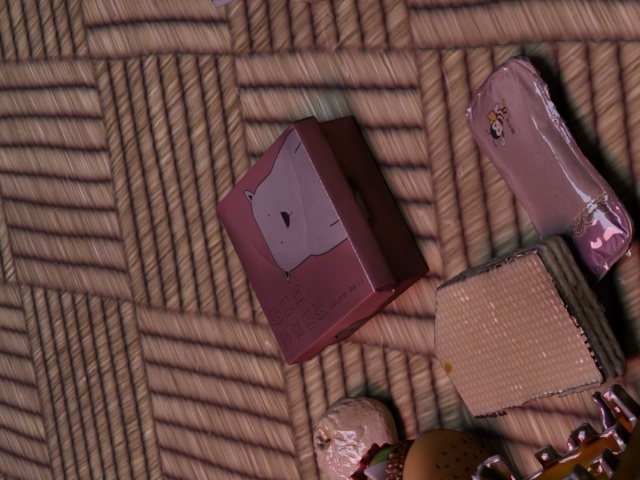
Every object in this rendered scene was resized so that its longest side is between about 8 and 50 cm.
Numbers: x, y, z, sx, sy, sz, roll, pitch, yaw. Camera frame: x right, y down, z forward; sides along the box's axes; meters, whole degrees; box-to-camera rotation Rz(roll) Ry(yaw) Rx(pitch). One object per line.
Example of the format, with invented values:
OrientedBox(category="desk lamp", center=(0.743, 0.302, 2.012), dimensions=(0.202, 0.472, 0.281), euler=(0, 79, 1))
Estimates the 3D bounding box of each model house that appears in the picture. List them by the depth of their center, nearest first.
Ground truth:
OrientedBox(category="model house", center=(0.248, 0.281, 1.673), dimensions=(0.224, 0.198, 0.215), euler=(-37, 97, 31))

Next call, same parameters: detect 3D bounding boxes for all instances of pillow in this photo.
OrientedBox(category="pillow", center=(0.217, -0.064, 1.792), dimensions=(0.233, 0.038, 0.130), euler=(60, 146, 19))

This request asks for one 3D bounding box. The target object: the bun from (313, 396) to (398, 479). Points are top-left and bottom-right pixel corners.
OrientedBox(category="bun", center=(0.034, 0.228, 2.120), dimensions=(0.115, 0.069, 0.115), euler=(-6, 83, 55))

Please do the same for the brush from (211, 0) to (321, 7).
OrientedBox(category="brush", center=(-0.028, -0.280, 2.040), dimensions=(0.060, 0.068, 0.297), euler=(57, 152, -13))

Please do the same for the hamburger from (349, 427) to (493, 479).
OrientedBox(category="hamburger", center=(0.123, 0.276, 1.965), dimensions=(0.137, 0.175, 0.175), euler=(-32, 76, 40))

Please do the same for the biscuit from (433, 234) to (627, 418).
OrientedBox(category="biscuit", center=(0.193, 0.090, 1.855), dimensions=(0.150, 0.052, 0.252), euler=(61, 149, -1))

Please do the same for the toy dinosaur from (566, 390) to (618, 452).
OrientedBox(category="toy dinosaur", center=(0.305, 0.247, 1.773), dimensions=(0.200, 0.072, 0.251), euler=(-8, 86, 44))

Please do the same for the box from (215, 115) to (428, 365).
OrientedBox(category="box", center=(0.000, 0.000, 2.079), dimensions=(0.215, 0.086, 0.215), euler=(-44, 67, 52))
